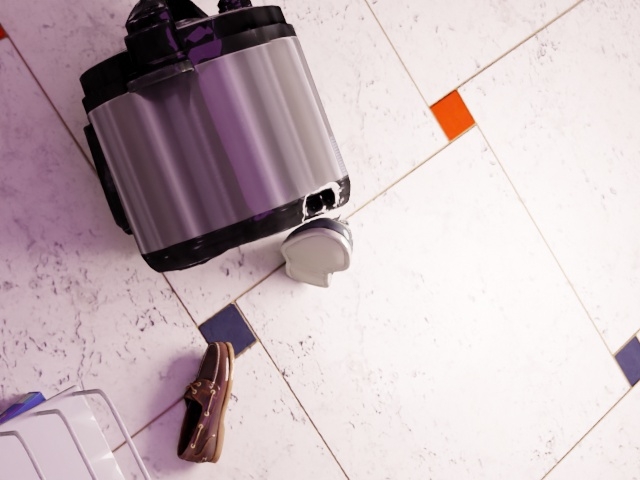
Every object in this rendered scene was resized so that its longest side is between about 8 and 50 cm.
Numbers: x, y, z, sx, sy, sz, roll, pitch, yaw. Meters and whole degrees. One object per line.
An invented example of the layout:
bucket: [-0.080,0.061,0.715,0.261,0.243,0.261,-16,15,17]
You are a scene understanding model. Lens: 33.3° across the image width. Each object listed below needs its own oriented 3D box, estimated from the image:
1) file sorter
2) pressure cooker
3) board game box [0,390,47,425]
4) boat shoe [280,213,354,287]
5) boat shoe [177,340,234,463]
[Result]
file sorter: [-0.407,0.352,1.518,0.277,0.173,0.193,-27,94,-29]
pressure cooker: [-0.176,-0.196,1.709,0.375,0.370,0.420,-24,97,-33]
board game box: [-0.496,0.425,1.602,0.347,0.078,0.233,-39,101,-27]
boat shoe: [0.000,0.000,1.806,0.116,0.319,0.099,19,75,0]
boat shoe: [-0.193,0.268,1.791,0.073,0.073,0.207,13,76,-28]
